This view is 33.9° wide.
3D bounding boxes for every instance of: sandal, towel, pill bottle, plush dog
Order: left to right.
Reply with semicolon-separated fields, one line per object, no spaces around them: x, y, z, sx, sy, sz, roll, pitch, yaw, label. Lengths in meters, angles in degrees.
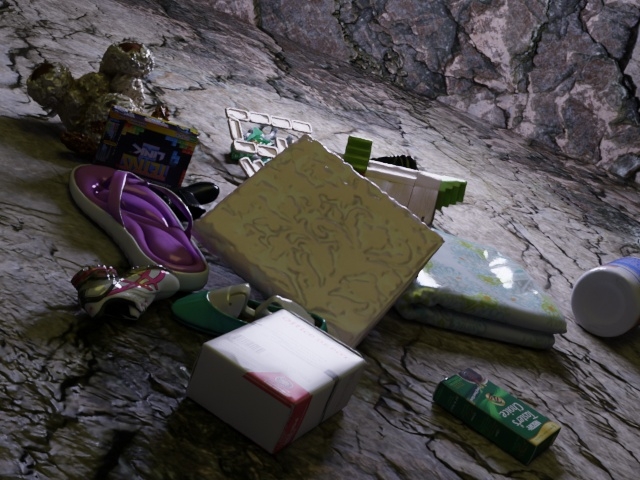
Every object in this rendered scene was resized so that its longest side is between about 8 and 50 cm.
-0.427;-0.243;2.087;0.262;0.211;0.225;-19;54;-21;plush dog
-0.294;-0.051;1.792;0.169;0.102;0.416;4;27;-41;sandal
0.000;0.000;1.778;0.332;0.053;0.317;39;54;11;towel
0.273;0.077;2.084;0.374;0.090;0.320;14;22;-22;towel
0.665;0.117;2.298;0.152;0.152;0.272;34;23;27;pill bottle

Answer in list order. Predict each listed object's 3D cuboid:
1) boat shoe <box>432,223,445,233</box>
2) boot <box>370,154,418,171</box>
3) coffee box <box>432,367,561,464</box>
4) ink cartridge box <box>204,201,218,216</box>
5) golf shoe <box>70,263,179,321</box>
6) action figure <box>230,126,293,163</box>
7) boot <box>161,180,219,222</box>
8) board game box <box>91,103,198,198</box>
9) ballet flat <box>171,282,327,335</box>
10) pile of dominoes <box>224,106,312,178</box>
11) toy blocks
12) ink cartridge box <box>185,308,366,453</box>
0.188;-0.023;2.314;0.206;0.075;0.065;30;64;5;boat shoe
0.096;-0.087;2.189;0.246;0.207;0.094;-4;58;8;boot
0.281;0.275;1.668;0.184;0.040;0.113;33;23;26;coffee box
-0.187;-0.033;1.962;0.062;0.029;0.115;22;20;-1;ink cartridge box
-0.280;0.084;1.550;0.186;0.067;0.086;-2;58;-49;golf shoe
-0.143;-0.218;2.428;0.137;0.063;0.232;31;25;13;action figure
-0.237;-0.071;1.958;0.121;0.045;0.099;-7;25;-19;boot
-0.332;-0.163;1.973;0.170;0.141;0.048;15;20;-18;board game box
-0.102;0.111;1.611;0.247;0.087;0.083;18;28;-9;ballet flat
-0.100;-0.193;2.370;0.251;0.040;0.196;7;58;-35;pile of dominoes
0.060;-0.037;1.948;0.381;0.191;0.261;13;43;7;toy blocks
-0.058;0.189;1.461;0.158;0.092;0.218;31;24;21;ink cartridge box
